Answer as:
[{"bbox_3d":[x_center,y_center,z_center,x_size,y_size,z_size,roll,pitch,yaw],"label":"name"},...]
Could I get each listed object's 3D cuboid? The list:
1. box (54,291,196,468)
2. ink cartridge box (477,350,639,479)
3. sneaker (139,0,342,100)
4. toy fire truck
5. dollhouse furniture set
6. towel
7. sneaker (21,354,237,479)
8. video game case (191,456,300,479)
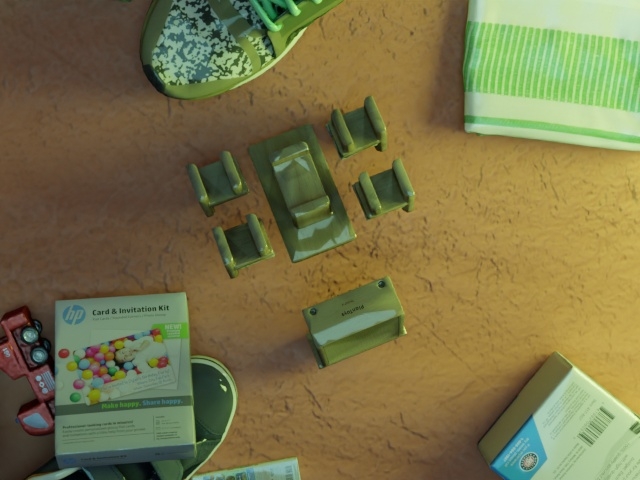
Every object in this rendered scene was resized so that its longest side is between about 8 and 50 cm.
[{"bbox_3d":[-0.209,0.147,1.532,0.145,0.038,0.186,-3,56,-4],"label":"box"},{"bbox_3d":[0.304,0.248,1.624,0.203,0.086,0.148,39,94,-10],"label":"ink cartridge box"},{"bbox_3d":[-0.017,-0.291,1.469,0.410,0.182,0.158,-37,100,1],"label":"sneaker"},{"bbox_3d":[-0.361,0.139,1.569,0.135,0.047,0.192,-24,100,-1],"label":"toy fire truck"},{"bbox_3d":[0.000,0.000,1.560,0.212,0.161,0.242,-21,77,-2],"label":"dollhouse furniture set"},{"bbox_3d":[0.285,-0.267,1.574,0.247,0.038,0.325,5,98,-5],"label":"towel"},{"bbox_3d":[-0.221,0.253,1.560,0.321,0.127,0.126,-39,98,0],"label":"sneaker"},{"bbox_3d":[-0.080,0.299,1.635,0.122,0.011,0.087,-10,99,-4],"label":"video game case"}]
